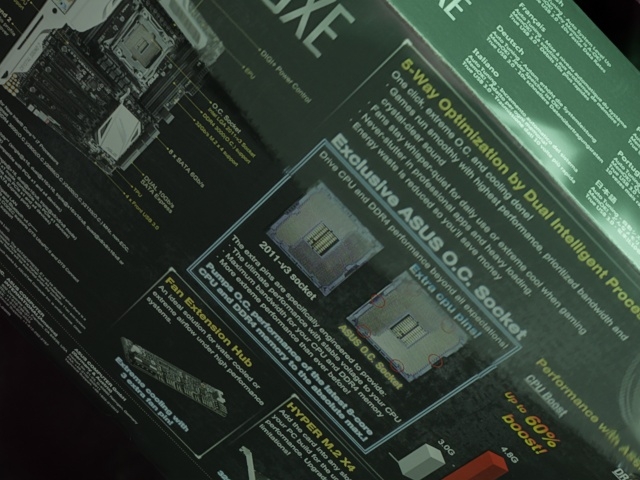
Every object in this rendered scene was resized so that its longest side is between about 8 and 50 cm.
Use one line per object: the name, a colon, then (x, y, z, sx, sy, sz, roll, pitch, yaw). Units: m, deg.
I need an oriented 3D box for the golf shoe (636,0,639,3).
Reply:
golf shoe: (0.058, -0.133, 0.541, 0.198, 0.077, 0.094, 47, 137, 0)

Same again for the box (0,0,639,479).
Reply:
box: (0.000, 0.000, 0.571, 0.307, 0.076, 0.242, 46, 135, -2)
